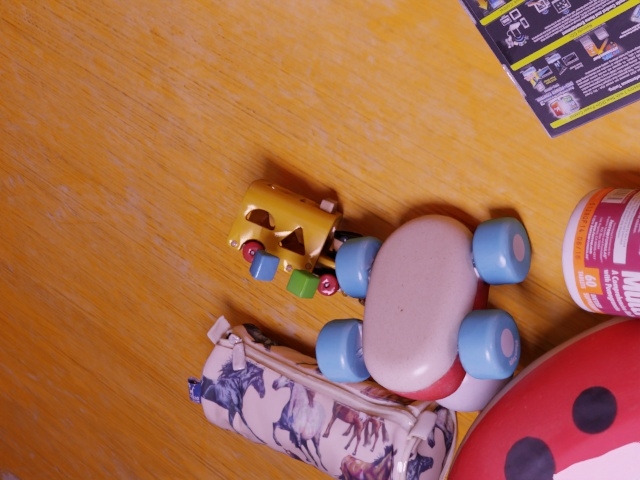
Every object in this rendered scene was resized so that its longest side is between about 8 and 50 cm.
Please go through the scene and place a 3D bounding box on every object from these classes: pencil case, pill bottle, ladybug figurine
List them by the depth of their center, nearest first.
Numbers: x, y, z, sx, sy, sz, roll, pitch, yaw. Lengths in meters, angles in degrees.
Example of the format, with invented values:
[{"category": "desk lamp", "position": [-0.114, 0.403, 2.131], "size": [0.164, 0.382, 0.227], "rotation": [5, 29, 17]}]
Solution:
[{"category": "pill bottle", "position": [0.338, 0.016, 0.889], "size": [0.221, 0.121, 0.121], "rotation": [6, 128, 44]}, {"category": "ladybug figurine", "position": [0.291, 0.242, 0.952], "size": [0.449, 0.162, 0.305], "rotation": [-41, 76, 19]}, {"category": "pencil case", "position": [0.005, 0.242, 1.426], "size": [0.410, 0.160, 0.183], "rotation": [16, 149, 37]}]

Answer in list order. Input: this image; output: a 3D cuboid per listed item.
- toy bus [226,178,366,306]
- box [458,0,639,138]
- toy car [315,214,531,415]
[{"category": "toy bus", "position": [-0.012, -0.004, 1.249], "size": [0.191, 0.202, 0.104], "rotation": [35, 106, 50]}, {"category": "box", "position": [0.238, -0.224, 0.818], "size": [0.216, 0.060, 0.270], "rotation": [53, 145, -9]}, {"category": "toy car", "position": [0.157, 0.108, 1.160], "size": [0.219, 0.210, 0.238], "rotation": [-8, 147, 35]}]
